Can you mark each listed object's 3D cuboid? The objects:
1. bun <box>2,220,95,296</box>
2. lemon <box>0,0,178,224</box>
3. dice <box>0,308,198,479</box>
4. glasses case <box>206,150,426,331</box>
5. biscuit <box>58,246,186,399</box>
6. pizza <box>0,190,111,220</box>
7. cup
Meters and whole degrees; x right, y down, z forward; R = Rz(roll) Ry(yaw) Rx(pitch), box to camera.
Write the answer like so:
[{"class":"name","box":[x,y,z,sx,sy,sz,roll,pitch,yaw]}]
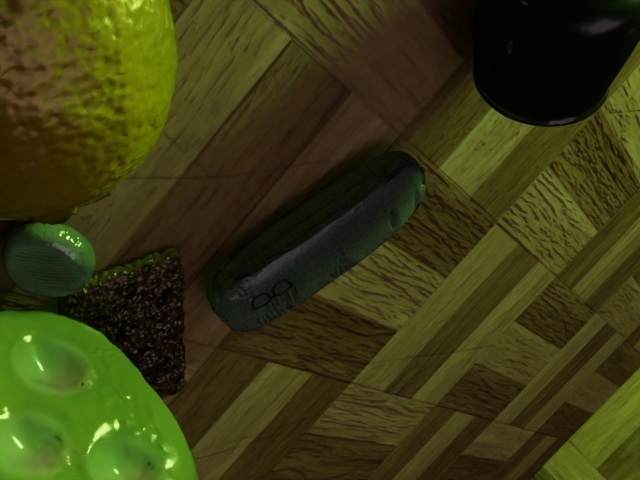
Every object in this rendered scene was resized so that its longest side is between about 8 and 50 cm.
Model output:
[{"class":"bun","box":[-0.229,0.012,0.639,0.083,0.045,0.083,-3,137,-3]},{"class":"lemon","box":[-0.180,-0.115,0.434,0.188,0.188,0.256,-27,137,-22]},{"class":"dice","box":[-0.268,0.229,0.610,0.250,0.254,0.252,-22,153,-52]},{"class":"glasses case","box":[0.000,0.000,0.840,0.282,0.067,0.109,-34,147,-11]},{"class":"biscuit","box":[-0.201,0.112,0.797,0.131,0.025,0.231,-21,140,-27]},{"class":"pizza","box":[-0.225,-0.068,0.569,0.178,0.041,0.131,19,111,-52]},{"class":"cup","box":[0.248,-0.235,0.774,0.176,0.169,0.223,86,28,-53]}]
